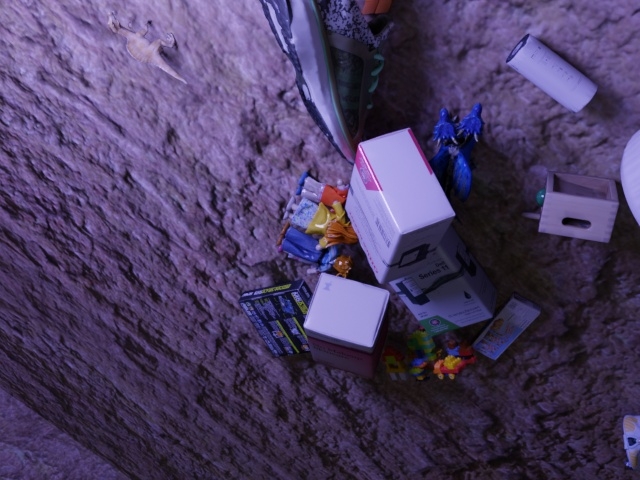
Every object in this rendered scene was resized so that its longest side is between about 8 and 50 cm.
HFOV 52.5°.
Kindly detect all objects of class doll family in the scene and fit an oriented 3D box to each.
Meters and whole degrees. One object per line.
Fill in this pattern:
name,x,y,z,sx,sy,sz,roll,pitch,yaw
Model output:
doll family,0.000,0.000,1.316,0.163,0.118,0.263,24,132,4

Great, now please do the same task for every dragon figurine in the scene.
dragon figurine,0.221,-0.121,1.105,0.085,0.144,0.289,15,131,13

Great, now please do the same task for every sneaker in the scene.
sneaker,0.053,-0.277,1.040,0.182,0.158,0.410,-29,143,-1

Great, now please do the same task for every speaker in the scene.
speaker,0.356,-0.255,0.998,0.136,0.055,0.055,34,132,-5

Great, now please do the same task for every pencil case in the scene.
pencil case,0.758,0.406,1.311,0.273,0.114,0.124,-9,144,28

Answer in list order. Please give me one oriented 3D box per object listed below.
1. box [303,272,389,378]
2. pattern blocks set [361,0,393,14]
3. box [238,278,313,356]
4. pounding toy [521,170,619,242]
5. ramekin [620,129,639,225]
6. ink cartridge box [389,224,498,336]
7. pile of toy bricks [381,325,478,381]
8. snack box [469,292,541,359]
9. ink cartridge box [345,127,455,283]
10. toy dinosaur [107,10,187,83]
box,0.060,0.187,1.381,0.148,0.127,0.232,15,155,13
pattern blocks set,0.020,-0.472,0.993,0.285,0.026,0.325,41,132,-11
box,-0.076,0.190,1.554,0.184,0.045,0.191,-16,118,30
pounding toy,0.415,-0.052,1.099,0.141,0.130,0.100,10,118,16
ramekin,0.554,-0.078,0.924,0.272,0.273,0.127,38,144,-8
ink cartridge box,0.232,0.075,1.296,0.153,0.087,0.208,-25,112,36
pile of toy bricks,0.234,0.239,1.429,0.212,0.118,0.105,-16,98,52
snack box,0.384,0.183,1.359,0.064,0.022,0.178,27,132,0
ink cartridge box,0.127,-0.050,1.118,0.100,0.172,0.237,-19,159,-11
toy dinosaur,-0.310,-0.348,1.191,0.183,0.093,0.053,40,132,-10
